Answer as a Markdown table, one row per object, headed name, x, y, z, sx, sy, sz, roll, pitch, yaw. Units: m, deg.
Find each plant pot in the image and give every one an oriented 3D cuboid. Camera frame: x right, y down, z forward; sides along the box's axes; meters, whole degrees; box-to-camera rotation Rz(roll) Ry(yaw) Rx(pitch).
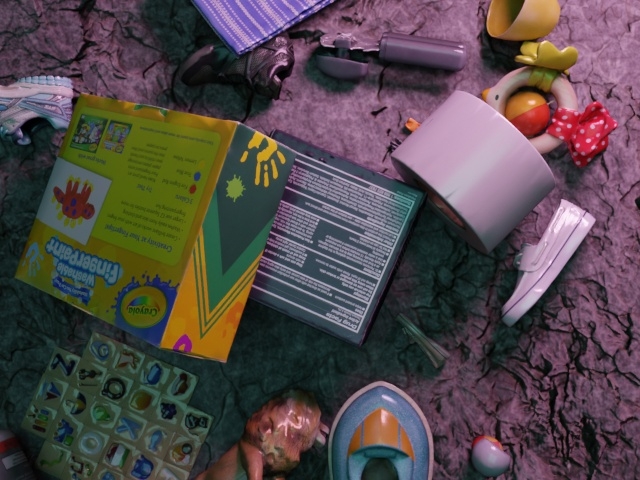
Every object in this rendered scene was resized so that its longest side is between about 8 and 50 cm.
| name | x | y | z | sx | sy | sz | roll | pitch | yaw |
| --- | --- | --- | --- | --- | --- | --- | --- | --- | --- |
| plant pot | 0.387 | -0.427 | 1.583 | 0.095 | 0.134 | 0.134 | 16 | 86 | -19 |

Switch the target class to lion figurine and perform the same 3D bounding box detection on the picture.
| name | x | y | z | sx | sy | sz | roll | pitch | yaw |
| --- | --- | --- | --- | --- | --- | --- | --- | --- | --- |
| lion figurine | -0.154 | 0.435 | 1.530 | 0.392 | 0.240 | 0.142 | -35 | 118 | 13 |

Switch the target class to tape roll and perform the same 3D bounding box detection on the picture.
| name | x | y | z | sx | sy | sz | roll | pitch | yaw |
| --- | --- | --- | --- | --- | --- | --- | --- | --- | --- |
| tape roll | 0.267 | -0.118 | 1.499 | 0.169 | 0.246 | 0.246 | -44 | 83 | 0 |

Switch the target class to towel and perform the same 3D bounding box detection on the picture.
| name | x | y | z | sx | sy | sz | roll | pitch | yaw |
| --- | --- | --- | --- | --- | --- | --- | --- | --- | --- |
| towel | -0.087 | -0.520 | 1.623 | 0.336 | 0.040 | 0.243 | -34 | 75 | -10 |

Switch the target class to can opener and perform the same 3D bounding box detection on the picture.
| name | x | y | z | sx | sy | sz | roll | pitch | yaw |
| --- | --- | --- | --- | --- | --- | --- | --- | --- | --- |
| can opener | 0.134 | -0.346 | 1.628 | 0.283 | 0.076 | 0.095 | 10 | 118 | 5 |

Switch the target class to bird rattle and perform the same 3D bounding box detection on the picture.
| name | x | y | z | sx | sy | sz | roll | pitch | yaw |
| --- | --- | --- | --- | --- | --- | --- | --- | --- | --- |
| bird rattle | 0.416 | -0.244 | 1.580 | 0.207 | 0.143 | 0.253 | -24 | 101 | 18 |

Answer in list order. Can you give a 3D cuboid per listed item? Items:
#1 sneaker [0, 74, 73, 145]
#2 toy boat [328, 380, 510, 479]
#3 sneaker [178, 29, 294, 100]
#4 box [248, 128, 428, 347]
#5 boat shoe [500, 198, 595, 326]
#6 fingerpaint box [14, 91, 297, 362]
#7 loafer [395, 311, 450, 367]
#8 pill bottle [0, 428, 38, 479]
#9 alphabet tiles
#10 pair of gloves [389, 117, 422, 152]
| name | x | y | z | sx | sy | sz | roll | pitch | yaw |
| --- | --- | --- | --- | --- | --- | --- | --- | --- | --- |
| sneaker | -0.620 | -0.244 | 1.653 | 0.283 | 0.110 | 0.122 | -8 | 88 | 4 |
| toy boat | 0.171 | 0.382 | 1.513 | 0.318 | 0.148 | 0.267 | -4 | 85 | 5 |
| sneaker | -0.154 | -0.320 | 1.629 | 0.227 | 0.087 | 0.130 | -18 | 78 | -2 |
| box | 0.000 | 0.000 | 1.541 | 0.296 | 0.183 | 0.294 | 24 | 87 | 7 |
| boat shoe | 0.397 | 0.040 | 1.559 | 0.084 | 0.095 | 0.258 | 37 | 79 | 11 |
| fingerpaint box | -0.296 | -0.036 | 1.479 | 0.445 | 0.163 | 0.371 | 15 | 85 | 40 |
| loafer | 0.184 | 0.187 | 1.582 | 0.125 | 0.045 | 0.039 | 41 | 96 | 4 |
| pill bottle | -0.576 | 0.546 | 1.532 | 0.210 | 0.210 | 0.363 | -30 | 84 | 2 |
| alphabet tiles | -0.391 | 0.348 | 1.633 | 0.343 | 0.011 | 0.285 | 22 | 87 | 6 |
| pair of gloves | 0.178 | -0.185 | 1.629 | 0.074 | 0.010 | 0.083 | 39 | 92 | 5 |
